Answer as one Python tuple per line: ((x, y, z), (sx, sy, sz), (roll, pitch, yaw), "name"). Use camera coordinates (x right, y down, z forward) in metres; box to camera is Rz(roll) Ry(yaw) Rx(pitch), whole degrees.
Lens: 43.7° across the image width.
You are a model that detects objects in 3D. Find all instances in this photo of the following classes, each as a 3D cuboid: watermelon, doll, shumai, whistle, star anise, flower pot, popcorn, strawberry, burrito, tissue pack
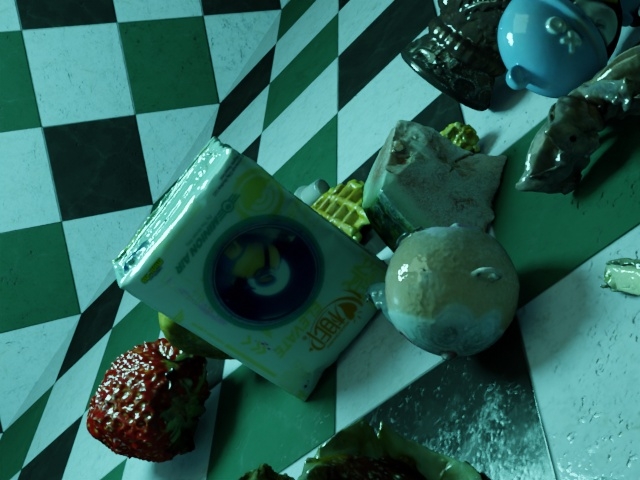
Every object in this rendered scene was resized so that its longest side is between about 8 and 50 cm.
((0.177, -0.065, 1.326), (0.310, 0.193, 0.232), (-94, 25, -75), "watermelon")
((0.381, -0.330, 1.196), (0.314, 0.177, 0.141), (-46, 0, -16), "doll")
((0.060, 0.368, 0.879), (0.288, 0.292, 0.330), (-12, 40, 2), "shumai")
((0.152, 0.087, 1.121), (0.189, 0.189, 0.348), (-62, 11, -20), "whistle")
((0.375, -0.164, 1.096), (0.257, 0.111, 0.198), (-42, -4, -12), "star anise")
((0.290, -0.389, 1.405), (0.267, 0.266, 0.267), (-54, 21, 23), "flower pot")
((0.239, -0.164, 1.399), (0.082, 0.083, 0.057), (-18, -5, 2), "popcorn")
((-0.350, 0.313, 1.587), (0.261, 0.257, 0.261), (13, -90, -75), "strawberry")
((0.385, 0.046, 0.876), (0.185, 0.041, 0.045), (-165, 69, -64), "burrito")
((-0.101, 0.051, 1.332), (0.287, 0.388, 0.162), (-50, 25, 6), "tissue pack")

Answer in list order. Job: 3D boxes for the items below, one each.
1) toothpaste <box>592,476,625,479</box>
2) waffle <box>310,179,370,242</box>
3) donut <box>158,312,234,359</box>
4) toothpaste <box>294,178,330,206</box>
((0.331, 0.250, 0.667), (0.299, 0.073, 0.114), (-29, 33, 57), "toothpaste")
((-0.007, 0.006, 1.639), (0.301, 0.058, 0.282), (-44, 26, 21), "waffle")
((-0.181, 0.136, 1.524), (0.209, 0.261, 0.128), (106, 163, -45), "donut")
((-0.065, -0.063, 1.855), (0.099, 0.069, 0.282), (-33, -4, -39), "toothpaste")
